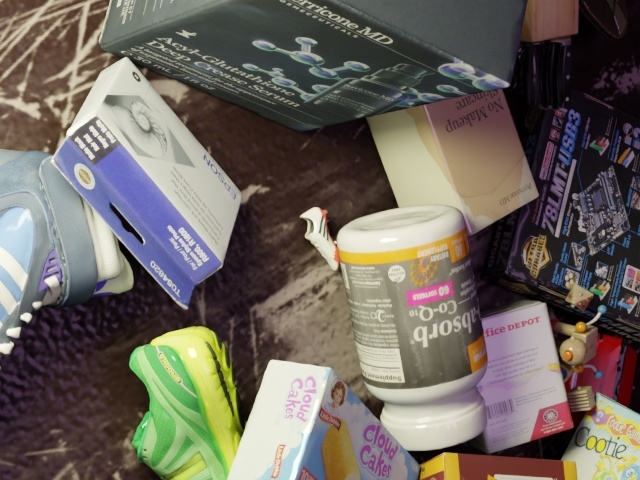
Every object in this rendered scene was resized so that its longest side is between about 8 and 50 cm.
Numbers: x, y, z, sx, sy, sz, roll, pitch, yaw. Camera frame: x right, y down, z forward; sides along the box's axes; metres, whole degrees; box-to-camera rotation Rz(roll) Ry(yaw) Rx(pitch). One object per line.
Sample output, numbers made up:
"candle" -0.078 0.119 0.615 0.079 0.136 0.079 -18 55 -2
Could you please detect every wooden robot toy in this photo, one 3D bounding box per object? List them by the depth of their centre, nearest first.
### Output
"wooden robot toy" 0.330 0.149 1.819 0.079 0.076 0.173 -26 120 -59

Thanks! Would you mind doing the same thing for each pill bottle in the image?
"pill bottle" 0.120 0.106 1.689 0.162 0.162 0.278 -19 104 -34

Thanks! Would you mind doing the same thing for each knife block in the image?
"knife block" 0.289 -0.310 1.801 0.088 0.276 0.242 -16 66 -35

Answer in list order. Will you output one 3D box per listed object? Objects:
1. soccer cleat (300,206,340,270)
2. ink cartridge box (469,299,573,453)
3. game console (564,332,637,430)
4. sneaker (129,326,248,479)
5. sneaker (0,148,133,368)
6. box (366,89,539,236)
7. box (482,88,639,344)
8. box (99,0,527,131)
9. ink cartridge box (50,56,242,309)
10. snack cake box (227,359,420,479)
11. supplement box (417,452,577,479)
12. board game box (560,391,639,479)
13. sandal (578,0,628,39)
"soccer cleat" 0.000 0.000 1.702 0.035 0.029 0.083 -19 95 -25
"ink cartridge box" 0.247 0.176 1.811 0.127 0.072 0.175 -14 95 -14
"game console" 0.398 0.212 1.972 0.124 0.085 0.144 13 77 -2
"sneaker" -0.144 0.234 1.550 0.109 0.123 0.296 -66 148 -68
"sneaker" -0.302 0.065 1.422 0.236 0.130 0.323 12 74 -29
"box" 0.148 -0.167 1.757 0.148 0.121 0.311 -30 103 -33
"box" 0.394 -0.035 1.923 0.293 0.073 0.296 21 73 -19
"box" -0.007 -0.282 1.491 0.293 0.395 0.212 20 75 -32
"ink cartridge box" -0.180 -0.068 1.494 0.223 0.045 0.224 51 24 -22
"snack cake box" 0.011 0.269 1.588 0.264 0.089 0.152 51 52 -47
"supplement box" 0.211 0.376 1.707 0.194 0.129 0.191 8 66 -23
"board game box" 0.474 0.338 1.897 0.275 0.144 0.142 29 89 -38
"sandal" 0.351 -0.367 1.957 0.219 0.060 0.090 34 62 -13
